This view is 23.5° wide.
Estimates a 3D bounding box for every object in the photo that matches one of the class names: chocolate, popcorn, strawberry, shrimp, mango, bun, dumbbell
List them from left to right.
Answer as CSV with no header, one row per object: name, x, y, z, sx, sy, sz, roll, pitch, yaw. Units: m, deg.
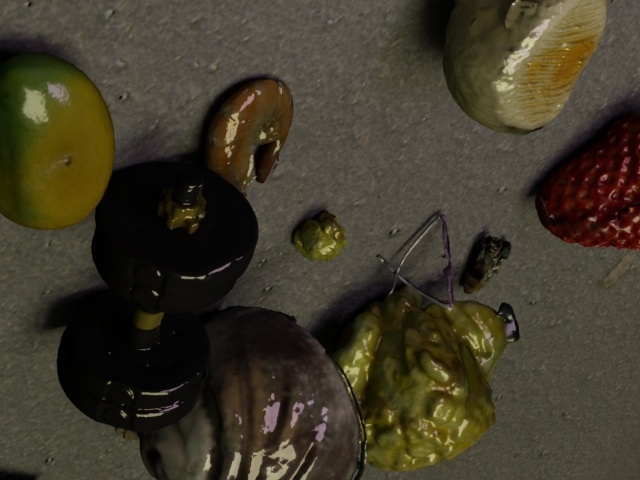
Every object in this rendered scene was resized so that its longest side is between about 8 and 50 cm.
mango,-0.269,-0.101,1.541,0.137,0.091,0.237,-27,150,-30
dumbbell,-0.192,0.068,1.769,0.185,0.185,0.388,-16,143,-34
chocolate,-0.116,0.254,1.972,0.213,0.303,0.303,-25,151,-43
shrimp,-0.087,-0.099,1.802,0.133,0.053,0.236,-41,155,-38
popcorn,-0.003,0.000,2.015,0.083,0.059,0.068,-35,-169,48
popcorn,0.130,0.199,2.269,0.237,0.293,0.293,-9,165,31
shrimp,0.262,0.026,2.377,0.091,0.034,0.161,-37,160,-26
bun,0.227,-0.237,1.835,0.244,0.153,0.244,-41,147,-34
strawberry,0.441,-0.073,2.287,0.244,0.205,0.205,-14,149,1

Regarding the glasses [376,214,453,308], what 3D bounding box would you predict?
glasses,0.138,0.036,2.216,0.104,0.140,0.062,-6,-164,9

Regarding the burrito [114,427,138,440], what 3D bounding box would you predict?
burrito,-0.256,0.187,2.010,0.058,0.063,0.229,3,140,8
